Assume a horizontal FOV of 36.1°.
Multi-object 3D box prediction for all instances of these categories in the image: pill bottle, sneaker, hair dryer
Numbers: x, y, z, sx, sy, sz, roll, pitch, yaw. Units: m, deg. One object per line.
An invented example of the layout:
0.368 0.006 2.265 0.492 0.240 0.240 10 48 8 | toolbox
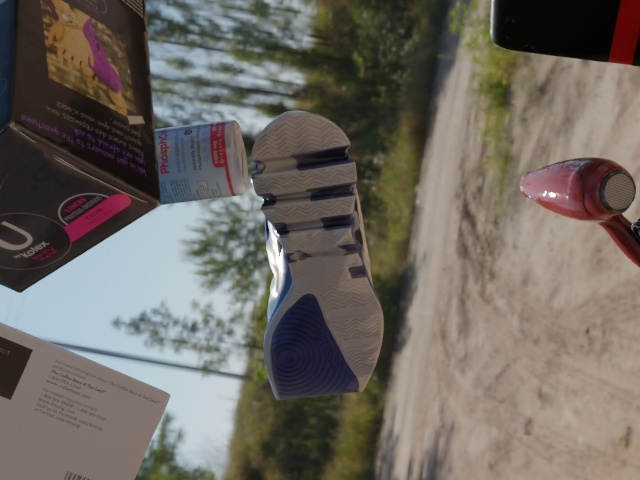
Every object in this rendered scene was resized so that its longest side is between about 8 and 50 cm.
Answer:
-0.167 -0.085 1.110 0.087 0.160 0.087 -7 -90 -88 | pill bottle
0.000 -0.001 1.055 0.182 0.128 0.315 -83 -11 -70 | sneaker
0.366 -0.012 1.231 0.080 0.293 0.223 -41 -32 -15 | hair dryer

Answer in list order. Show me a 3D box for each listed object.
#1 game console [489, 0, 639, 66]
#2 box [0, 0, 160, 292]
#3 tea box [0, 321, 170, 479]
0.354 -0.318 1.031 0.386 0.342 0.060 76 -151 -60 | game console
-0.239 -0.123 0.784 0.143 0.165 0.270 33 -142 -45 | box
-0.435 0.241 1.349 0.323 0.329 0.220 -10 55 64 | tea box
